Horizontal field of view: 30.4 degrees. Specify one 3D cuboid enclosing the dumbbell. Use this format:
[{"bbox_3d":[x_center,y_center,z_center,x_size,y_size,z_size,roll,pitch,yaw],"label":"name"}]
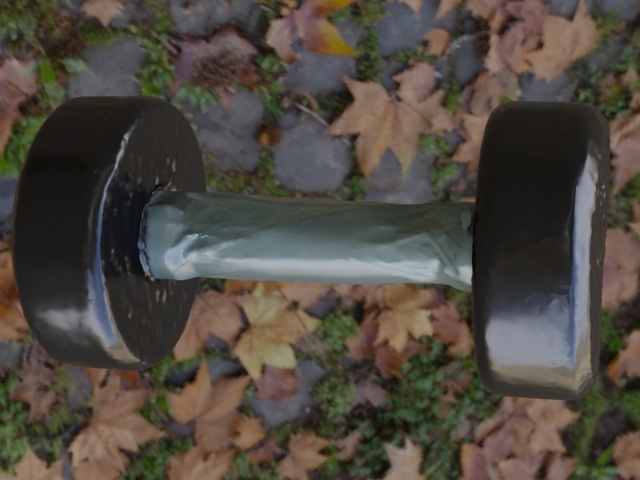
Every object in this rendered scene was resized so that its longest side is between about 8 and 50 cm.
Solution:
[{"bbox_3d":[0.000,0.000,0.405,0.191,0.100,0.100,2,114,16],"label":"dumbbell"}]
